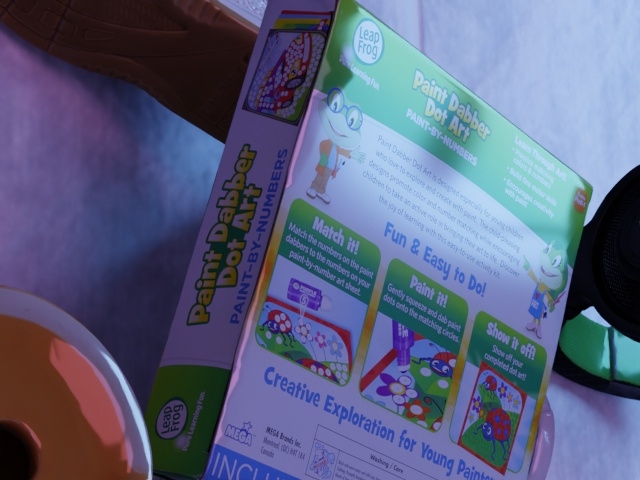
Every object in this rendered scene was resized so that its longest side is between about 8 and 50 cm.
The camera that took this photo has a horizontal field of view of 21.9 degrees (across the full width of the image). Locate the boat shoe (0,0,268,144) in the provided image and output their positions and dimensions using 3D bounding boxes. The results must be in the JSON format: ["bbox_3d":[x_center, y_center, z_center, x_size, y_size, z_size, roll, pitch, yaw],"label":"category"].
[{"bbox_3d":[-0.102,-0.146,0.935,0.277,0.098,0.096,36,29,-23],"label":"boat shoe"}]

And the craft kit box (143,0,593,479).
[{"bbox_3d":[0.036,0.036,0.859,0.250,0.061,0.246,32,71,-44],"label":"craft kit box"}]

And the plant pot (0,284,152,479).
[{"bbox_3d":[-0.175,0.108,0.662,0.205,0.188,0.205,27,49,-36],"label":"plant pot"}]

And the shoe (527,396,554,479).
[{"bbox_3d":[0.099,0.080,1.076,0.081,0.063,0.178,22,55,-38],"label":"shoe"}]

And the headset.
[{"bbox_3d":[0.299,-0.001,1.070,0.243,0.394,0.185,14,65,-19],"label":"headset"}]
